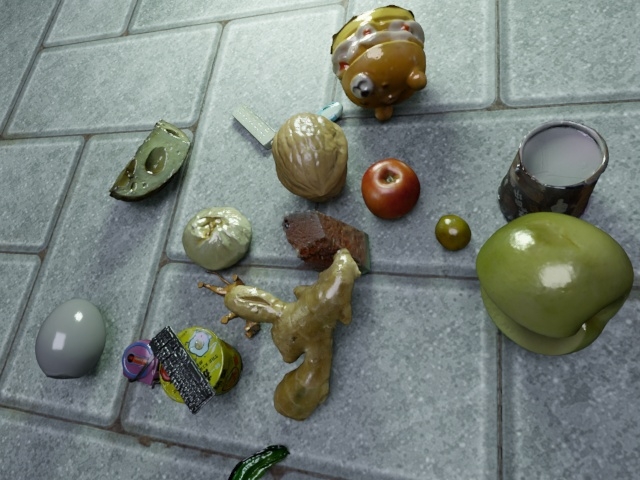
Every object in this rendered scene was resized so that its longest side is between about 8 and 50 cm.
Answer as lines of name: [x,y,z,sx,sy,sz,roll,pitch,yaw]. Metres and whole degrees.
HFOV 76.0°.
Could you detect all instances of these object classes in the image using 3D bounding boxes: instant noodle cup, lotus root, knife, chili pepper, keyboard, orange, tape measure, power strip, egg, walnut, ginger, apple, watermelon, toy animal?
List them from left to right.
egg: [-0.725,0.283,1.198,0.176,0.176,0.232,-12,68,13]
tape measure: [-0.499,0.346,1.163,0.118,0.074,0.125,11,79,15]
lotus root: [-0.568,-0.252,1.387,0.314,0.142,0.210,-55,27,-3]
keyboard: [-0.342,0.308,0.996,0.072,0.023,0.231,-44,62,-5]
instant noodle cup: [-0.298,0.328,1.068,0.182,0.144,0.182,-7,68,16]
toy animal: [-0.247,0.147,1.159,0.114,0.116,0.255,-48,51,2]
chili pepper: [-0.170,0.615,0.962,0.122,0.065,0.279,8,69,24]
power strip: [-0.215,-0.381,1.375,0.060,0.027,0.253,-43,64,-2]
ginger: [-0.028,0.223,0.974,0.348,0.122,0.363,-28,77,20]
walnut: [-0.025,-0.231,1.153,0.224,0.225,0.261,-19,61,10]
knife: [-0.024,-0.371,1.312,0.221,0.031,0.064,-30,68,8]
watermelon: [0.000,0.000,1.039,0.192,0.256,0.140,-8,67,21]
apple: [0.186,-0.140,1.098,0.163,0.139,0.164,-7,66,17]
orange: [0.334,-0.022,1.039,0.085,0.085,0.095,-27,67,6]
apple: [0.464,0.085,0.846,0.291,0.292,0.254,-35,46,2]
instant noodle cup: [0.537,-0.149,0.956,0.217,0.207,0.218,-6,68,14]

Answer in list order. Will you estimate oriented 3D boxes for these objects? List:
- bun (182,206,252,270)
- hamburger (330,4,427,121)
bun: [-0.315,-0.017,1.213,0.222,0.127,0.223,-7,67,17]
hamburger: [0.175,-0.493,1.182,0.276,0.276,0.237,-16,77,11]
